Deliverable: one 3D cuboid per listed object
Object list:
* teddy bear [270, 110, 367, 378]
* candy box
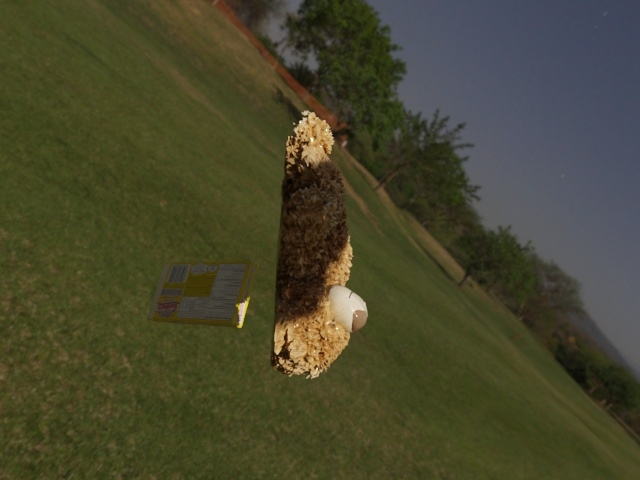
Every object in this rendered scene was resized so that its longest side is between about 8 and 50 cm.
[{"bbox_3d":[0.000,0.000,0.756,0.113,0.245,0.338,3,43,-4],"label":"teddy bear"},{"bbox_3d":[-0.196,0.086,0.971,0.206,0.105,0.027,-2,-23,36],"label":"candy box"}]
